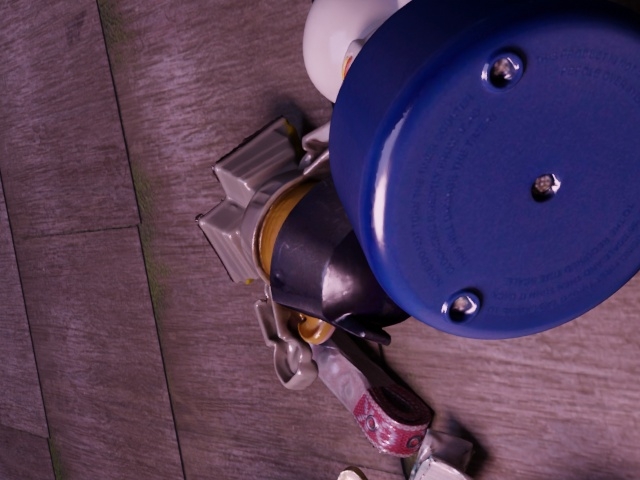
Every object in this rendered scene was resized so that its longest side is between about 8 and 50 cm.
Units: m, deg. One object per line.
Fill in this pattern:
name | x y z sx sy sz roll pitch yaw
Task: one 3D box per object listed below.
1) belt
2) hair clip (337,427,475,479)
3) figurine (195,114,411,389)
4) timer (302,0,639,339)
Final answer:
belt | 0.032 0.140 1.376 0.232 0.071 0.053 43 127 35
hair clip | 0.083 0.286 1.300 0.159 0.071 0.218 25 116 10
figurine | -0.003 0.003 1.307 0.308 0.143 0.308 26 122 53
timer | 0.097 -0.125 1.068 0.383 0.270 0.270 -125 37 -54
